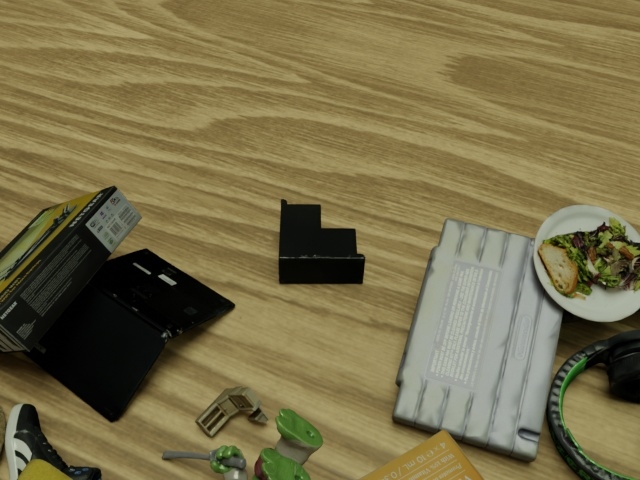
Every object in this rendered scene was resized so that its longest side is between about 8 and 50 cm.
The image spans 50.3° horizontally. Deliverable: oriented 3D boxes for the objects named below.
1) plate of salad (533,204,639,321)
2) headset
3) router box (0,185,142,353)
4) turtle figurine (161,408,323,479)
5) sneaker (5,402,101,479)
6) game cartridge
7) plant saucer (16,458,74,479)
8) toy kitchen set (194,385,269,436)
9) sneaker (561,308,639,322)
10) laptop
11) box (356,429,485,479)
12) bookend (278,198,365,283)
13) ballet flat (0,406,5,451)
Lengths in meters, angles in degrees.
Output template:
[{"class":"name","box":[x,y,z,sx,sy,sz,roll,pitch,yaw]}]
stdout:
[{"class":"plate of salad","box":[0.440,0.030,1.088,0.200,0.048,0.199,2,68,-5]},{"class":"headset","box":[0.536,0.220,1.016,0.394,0.185,0.243,-23,51,-5]},{"class":"router box","box":[-0.479,0.051,1.152,0.243,0.081,0.309,-11,36,38]},{"class":"turtle figurine","box":[-0.137,0.321,0.854,0.274,0.266,0.198,49,22,27]},{"class":"sneaker","box":[-0.378,0.324,0.979,0.121,0.079,0.217,-14,52,-9]},{"class":"game cartridge","box":[0.263,0.148,1.103,0.230,0.068,0.355,13,68,16]},{"class":"plant saucer","box":[-0.290,0.465,0.735,0.333,0.081,0.332,24,86,20]},{"class":"toy kitchen set","box":[-0.130,0.274,1.043,0.075,0.083,0.068,-44,103,-33]},{"class":"sneaker","box":[0.480,0.090,1.193,0.341,0.140,0.125,-3,72,20]},{"class":"laptop","box":[-0.329,0.149,1.190,0.234,0.136,0.264,29,28,23]},{"class":"box","box":[0.158,0.446,0.814,0.215,0.168,0.345,-23,52,-21]},{"class":"bookend","box":[0.000,0.000,1.290,0.156,0.072,0.157,0,47,-2]},{"class":"ballet flat","box":[-0.509,0.310,1.001,0.073,0.067,0.206,-11,48,-10]}]
